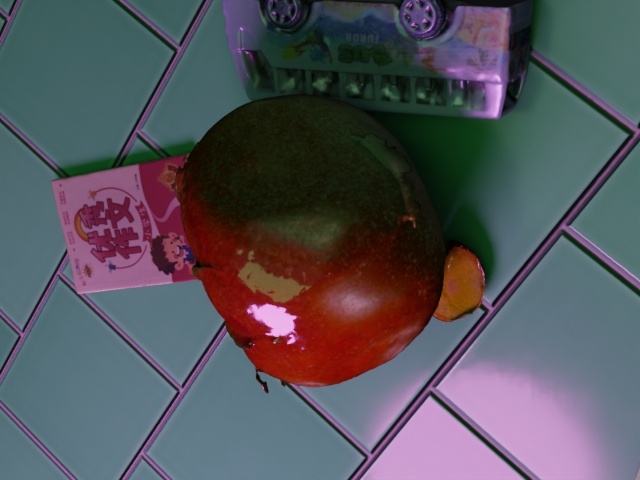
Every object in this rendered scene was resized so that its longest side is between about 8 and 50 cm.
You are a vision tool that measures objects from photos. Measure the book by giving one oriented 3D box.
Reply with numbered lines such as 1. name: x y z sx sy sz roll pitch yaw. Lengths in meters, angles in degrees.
1. book: -0.247 -0.019 1.223 0.231 0.022 0.162 -7 97 26

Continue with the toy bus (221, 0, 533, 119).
1. toy bus: 0.056 -0.211 0.998 0.329 0.109 0.136 8 115 25

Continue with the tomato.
1. tomato: 0.000 0.000 0.958 0.239 0.303 0.304 -25 89 3

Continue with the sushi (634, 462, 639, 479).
1. sushi: 0.435 0.229 0.937 0.200 0.031 0.139 18 99 24

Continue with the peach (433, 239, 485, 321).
1. peach: 0.143 0.043 1.030 0.077 0.050 0.083 -19 102 4
